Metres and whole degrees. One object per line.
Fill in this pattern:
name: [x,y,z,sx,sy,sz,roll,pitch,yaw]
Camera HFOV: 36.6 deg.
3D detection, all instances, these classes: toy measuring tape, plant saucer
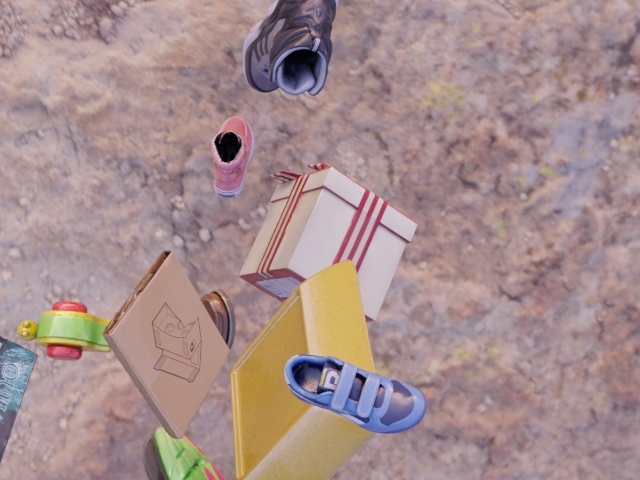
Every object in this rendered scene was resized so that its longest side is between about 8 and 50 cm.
toy measuring tape: [-0.431,0.178,1.874,0.330,0.121,0.121,2,114,4]
plant saucer: [-0.048,0.232,1.501,0.081,0.333,0.333,22,126,-25]

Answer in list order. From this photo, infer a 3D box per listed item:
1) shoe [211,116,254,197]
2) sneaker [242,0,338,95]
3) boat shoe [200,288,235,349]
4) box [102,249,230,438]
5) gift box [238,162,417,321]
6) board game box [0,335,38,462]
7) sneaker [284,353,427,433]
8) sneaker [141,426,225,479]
shoe: [-0.143,-0.159,1.588,0.063,0.178,0.081,6,140,-1]
sneaker: [-0.057,-0.276,1.496,0.101,0.153,0.268,14,149,-20]
boat shoe: [-0.265,0.216,1.993,0.104,0.111,0.307,-15,150,-35]
box: [-0.200,0.139,1.301,0.164,0.021,0.201,-60,136,-42]
gift box: [0.000,0.000,1.934,0.255,0.276,0.258,34,70,-28]
board game box: [-0.321,0.150,0.806,0.126,0.186,0.026,34,134,-28]
sneaker: [0.028,0.142,0.907,0.059,0.144,0.053,57,48,-60]
sneaker: [-0.217,0.513,1.441,0.202,0.483,0.185,-18,156,9]
